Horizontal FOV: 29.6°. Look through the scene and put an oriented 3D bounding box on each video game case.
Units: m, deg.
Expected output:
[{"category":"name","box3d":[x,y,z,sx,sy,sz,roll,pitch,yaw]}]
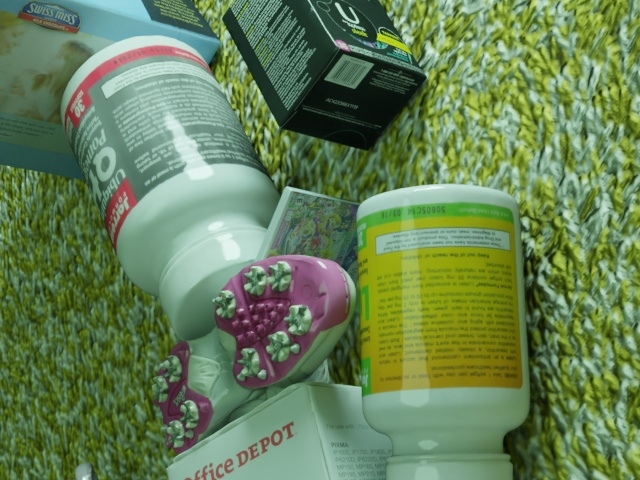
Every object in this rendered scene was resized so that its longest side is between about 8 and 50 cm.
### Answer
[{"category":"video game case","box3d":[0.000,0.000,1.127,0.011,0.122,0.087,37,110,45]}]

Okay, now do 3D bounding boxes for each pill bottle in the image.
[{"category":"pill bottle","box3d":[0.100,0.087,0.990,0.136,0.136,0.245,-14,72,45]},{"category":"pill bottle","box3d":[-0.143,-0.050,1.252,0.176,0.176,0.318,-52,49,28]}]

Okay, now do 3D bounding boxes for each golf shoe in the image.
[{"category":"golf shoe","box3d":[-0.040,0.101,1.123,0.306,0.140,0.115,-41,55,46]}]

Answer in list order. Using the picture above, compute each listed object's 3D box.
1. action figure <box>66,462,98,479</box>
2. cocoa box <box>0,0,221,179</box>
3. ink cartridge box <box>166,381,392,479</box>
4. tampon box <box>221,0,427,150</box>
[{"category":"action figure","box3d":[-0.209,0.361,1.188,0.370,0.276,0.248,-24,96,50]},{"category":"cocoa box","box3d":[-0.336,-0.232,1.372,0.231,0.347,0.228,-56,48,25]},{"category":"ink cartridge box","box3d":[-0.003,0.306,1.065,0.226,0.131,0.306,-35,57,39]},{"category":"tampon box","box3d":[0.002,-0.186,1.162,0.101,0.120,0.161,-50,50,30]}]
